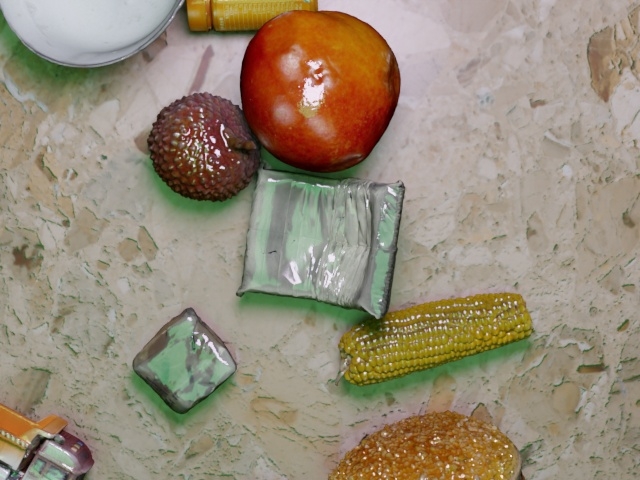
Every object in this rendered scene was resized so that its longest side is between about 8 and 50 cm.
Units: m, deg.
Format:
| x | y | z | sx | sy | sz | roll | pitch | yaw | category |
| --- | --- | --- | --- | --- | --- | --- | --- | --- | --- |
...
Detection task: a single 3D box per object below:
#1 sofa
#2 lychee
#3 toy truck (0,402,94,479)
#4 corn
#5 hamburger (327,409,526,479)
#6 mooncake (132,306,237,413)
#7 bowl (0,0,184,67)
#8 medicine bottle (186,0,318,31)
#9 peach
| x | y | z | sx | sy | sz | roll | pitch | yaw | category |
| --- | --- | --- | --- | --- | --- | --- | --- | --- | --- |
| 0.000 | 0.000 | 1.737 | 0.225 | 0.176 | 0.210 | 10 | 92 | -1 | sofa |
| -0.164 | -0.136 | 1.733 | 0.165 | 0.197 | 0.165 | 12 | 71 | -39 | lychee |
| -0.475 | 0.301 | 1.776 | 0.270 | 0.114 | 0.135 | 29 | 96 | 1 | toy truck |
| 0.161 | 0.141 | 1.783 | 0.310 | 0.101 | 0.101 | -17 | 92 | 0 | corn |
| 0.149 | 0.358 | 1.703 | 0.302 | 0.302 | 0.170 | -9 | 103 | -1 | hamburger |
| -0.205 | 0.183 | 1.791 | 0.130 | 0.073 | 0.125 | -40 | 89 | -1 | mooncake |
| -0.301 | -0.389 | 1.724 | 0.313 | 0.146 | 0.313 | -1 | 85 | 16 | bowl |
| -0.100 | -0.357 | 1.764 | 0.192 | 0.096 | 0.096 | -3 | 92 | 0 | medicine bottle |
| 0.003 | -0.210 | 1.690 | 0.243 | 0.199 | 0.243 | 4 | 71 | -12 | peach |
